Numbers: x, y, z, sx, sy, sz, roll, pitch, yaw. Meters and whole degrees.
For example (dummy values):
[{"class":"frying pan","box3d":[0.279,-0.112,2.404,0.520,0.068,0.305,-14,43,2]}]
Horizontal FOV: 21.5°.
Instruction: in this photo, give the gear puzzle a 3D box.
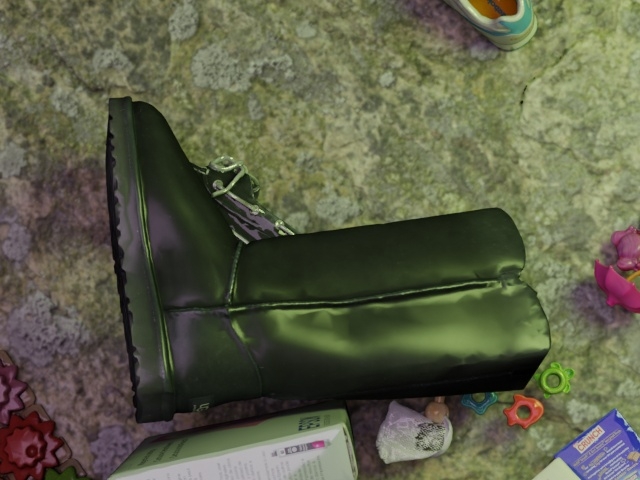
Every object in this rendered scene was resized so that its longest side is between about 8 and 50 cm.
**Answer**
[{"class":"gear puzzle","box3d":[-0.354,0.305,1.959,0.175,0.044,0.339,-36,77,0]}]

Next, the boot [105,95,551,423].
[{"class":"boot","box3d":[0.000,0.002,1.833,0.445,0.146,0.367,-6,73,-10]}]

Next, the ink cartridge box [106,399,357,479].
[{"class":"ink cartridge box","box3d":[-0.126,0.239,1.782,0.330,0.324,0.071,-11,90,0]}]

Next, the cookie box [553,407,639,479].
[{"class":"cookie box","box3d":[0.327,0.256,1.876,0.092,0.040,0.107,-37,77,0]}]

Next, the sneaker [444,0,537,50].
[{"class":"sneaker","box3d":[0.161,-0.320,1.979,0.228,0.092,0.087,39,88,14]}]

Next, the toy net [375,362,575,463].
[{"class":"toy net","box3d":[0.170,0.188,1.912,0.232,0.045,0.122,-39,79,1]}]

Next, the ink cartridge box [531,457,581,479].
[{"class":"ink cartridge box","box3d":[0.330,0.410,1.717,0.119,0.207,0.353,-39,61,-6]}]

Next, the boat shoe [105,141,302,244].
[{"class":"boat shoe","box3d":[-0.111,-0.041,1.957,0.306,0.113,0.105,39,81,10]}]

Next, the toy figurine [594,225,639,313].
[{"class":"toy figurine","box3d":[0.384,0.013,1.888,0.159,0.130,0.173,-14,56,15]}]
